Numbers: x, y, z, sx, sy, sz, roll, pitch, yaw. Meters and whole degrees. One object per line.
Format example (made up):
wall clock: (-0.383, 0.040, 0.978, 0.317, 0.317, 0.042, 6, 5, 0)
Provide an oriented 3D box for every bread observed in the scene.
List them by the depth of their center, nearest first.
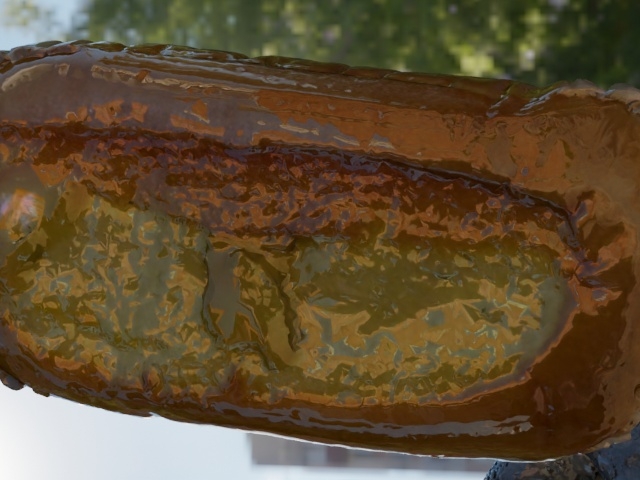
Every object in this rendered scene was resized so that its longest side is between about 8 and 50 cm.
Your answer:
bread: (0.000, 0.000, 0.755, 0.119, 0.288, 0.152, -29, -55, -73)

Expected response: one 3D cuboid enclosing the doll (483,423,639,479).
doll: (0.238, 0.170, 1.283, 0.158, 0.246, 0.340, -82, 3, -58)
